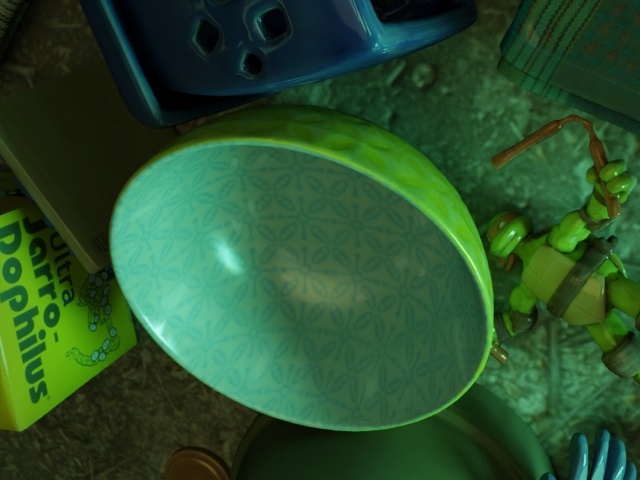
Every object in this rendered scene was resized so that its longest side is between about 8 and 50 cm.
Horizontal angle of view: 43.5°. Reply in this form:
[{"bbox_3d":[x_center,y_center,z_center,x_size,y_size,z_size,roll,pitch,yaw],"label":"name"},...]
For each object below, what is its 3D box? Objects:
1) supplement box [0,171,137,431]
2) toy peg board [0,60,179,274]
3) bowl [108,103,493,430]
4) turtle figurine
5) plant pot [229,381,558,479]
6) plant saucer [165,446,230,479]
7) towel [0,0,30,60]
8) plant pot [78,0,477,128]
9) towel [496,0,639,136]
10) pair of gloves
[{"bbox_3d":[-0.397,0.045,0.804,0.357,0.195,0.194,1,109,21],"label":"supplement box"},{"bbox_3d":[-0.206,-0.059,0.722,0.079,0.161,0.161,-33,94,43],"label":"toy peg board"},{"bbox_3d":[0.000,0.000,0.635,0.290,0.156,0.289,11,132,13],"label":"bowl"},{"bbox_3d":[0.202,0.048,0.632,0.217,0.087,0.269,42,131,20],"label":"turtle figurine"},{"bbox_3d":[0.032,0.299,0.680,0.323,0.280,0.323,7,111,18],"label":"plant pot"},{"bbox_3d":[-0.135,0.266,0.882,0.084,0.013,0.083,7,111,20],"label":"plant saucer"},{"bbox_3d":[-0.385,-0.322,0.749,0.312,0.056,0.324,43,118,3],"label":"towel"},{"bbox_3d":[-0.047,-0.214,0.562,0.212,0.236,0.235,-17,101,31],"label":"plant pot"},{"bbox_3d":[0.295,-0.183,0.441,0.272,0.040,0.370,24,138,-2],"label":"towel"},{"bbox_3d":[0.246,0.234,0.658,0.198,0.023,0.159,11,99,-28],"label":"pair of gloves"}]
